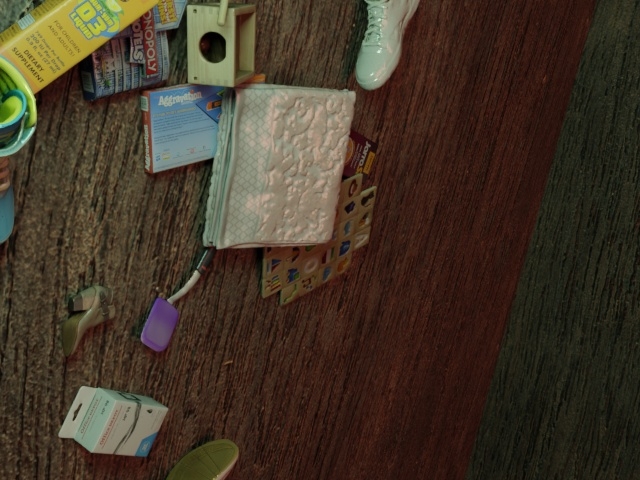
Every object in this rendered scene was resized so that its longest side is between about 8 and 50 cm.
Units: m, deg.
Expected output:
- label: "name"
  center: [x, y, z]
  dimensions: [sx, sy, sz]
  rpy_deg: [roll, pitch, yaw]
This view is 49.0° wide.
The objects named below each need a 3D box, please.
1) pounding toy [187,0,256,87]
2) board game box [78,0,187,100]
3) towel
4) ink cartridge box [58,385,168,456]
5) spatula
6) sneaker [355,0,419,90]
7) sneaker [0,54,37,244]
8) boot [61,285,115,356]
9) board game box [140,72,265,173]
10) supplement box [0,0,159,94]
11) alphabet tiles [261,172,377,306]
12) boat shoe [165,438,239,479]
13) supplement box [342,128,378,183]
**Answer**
- label: "pounding toy"
  center: [-0.176, -0.366, 1.168]
  dimensions: [0.181, 0.094, 0.206]
  rpy_deg: [-61, 156, -66]
- label: "board game box"
  center: [-0.290, -0.332, 1.106]
  dimensions: [0.194, 0.060, 0.194]
  rpy_deg: [-29, 128, -43]
- label: "towel"
  center: [-0.073, -0.143, 1.403]
  dimensions: [0.316, 0.053, 0.332]
  rpy_deg: [-6, 114, -40]
- label: "ink cartridge box"
  center: [-0.381, 0.339, 1.306]
  dimensions: [0.180, 0.060, 0.104]
  rpy_deg: [31, 81, -55]
- label: "spatula"
  center: [-0.256, 0.079, 1.376]
  dimensions: [0.297, 0.030, 0.084]
  rpy_deg: [-59, 145, -17]
- label: "sneaker"
  center: [0.120, -0.494, 1.554]
  dimensions: [0.169, 0.108, 0.293]
  rpy_deg: [42, 62, -51]
- label: "sneaker"
  center: [-0.434, -0.105, 0.892]
  dimensions: [0.127, 0.208, 0.319]
  rpy_deg: [-38, 134, -40]
- label: "boot"
  center: [-0.395, 0.136, 1.208]
  dimensions: [0.087, 0.042, 0.119]
  rpy_deg: [-5, 110, -55]
- label: "board game box"
  center: [-0.208, -0.222, 1.298]
  dimensions: [0.281, 0.027, 0.145]
  rpy_deg: [-23, 126, -46]
- label: "supplement box"
  center: [-0.340, -0.299, 0.966]
  dimensions: [0.233, 0.080, 0.078]
  rpy_deg: [-41, 127, -7]
- label: "alphabet tiles"
  center: [0.000, 0.000, 1.630]
  dimensions: [0.342, 0.011, 0.285]
  rpy_deg: [-27, 137, -34]
- label: "boat shoe"
  center: [-0.285, 0.545, 1.512]
  dimensions: [0.277, 0.098, 0.096]
  rpy_deg: [-37, 135, -25]
- label: "supplement box"
  center: [0.041, -0.204, 1.596]
  dimensions: [0.188, 0.080, 0.104]
  rpy_deg: [16, 93, -55]
